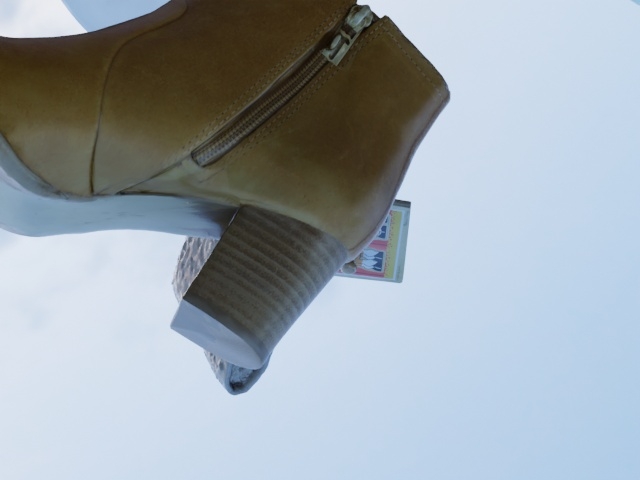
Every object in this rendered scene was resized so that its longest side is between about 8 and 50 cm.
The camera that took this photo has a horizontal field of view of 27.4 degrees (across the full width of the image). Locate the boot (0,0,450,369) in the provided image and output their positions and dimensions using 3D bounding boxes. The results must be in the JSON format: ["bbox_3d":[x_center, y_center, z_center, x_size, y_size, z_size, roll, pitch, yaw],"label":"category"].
[{"bbox_3d":[-0.089,-0.091,0.684,0.211,0.295,0.104,-59,-172,-25],"label":"boot"}]

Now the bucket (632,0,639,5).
[{"bbox_3d":[0.262,-0.304,0.945,0.183,0.281,0.281,34,-123,28],"label":"bucket"}]

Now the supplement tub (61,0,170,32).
[{"bbox_3d":[-0.108,-0.354,1.365,0.241,0.241,0.331,14,-129,41],"label":"supplement tub"}]

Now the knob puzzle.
[{"bbox_3d":[0.000,0.000,1.470,0.213,0.213,0.030,-4,-122,22],"label":"knob puzzle"}]

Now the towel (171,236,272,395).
[{"bbox_3d":[-0.058,-0.026,1.186,0.049,0.282,0.187,10,-156,-27],"label":"towel"}]
